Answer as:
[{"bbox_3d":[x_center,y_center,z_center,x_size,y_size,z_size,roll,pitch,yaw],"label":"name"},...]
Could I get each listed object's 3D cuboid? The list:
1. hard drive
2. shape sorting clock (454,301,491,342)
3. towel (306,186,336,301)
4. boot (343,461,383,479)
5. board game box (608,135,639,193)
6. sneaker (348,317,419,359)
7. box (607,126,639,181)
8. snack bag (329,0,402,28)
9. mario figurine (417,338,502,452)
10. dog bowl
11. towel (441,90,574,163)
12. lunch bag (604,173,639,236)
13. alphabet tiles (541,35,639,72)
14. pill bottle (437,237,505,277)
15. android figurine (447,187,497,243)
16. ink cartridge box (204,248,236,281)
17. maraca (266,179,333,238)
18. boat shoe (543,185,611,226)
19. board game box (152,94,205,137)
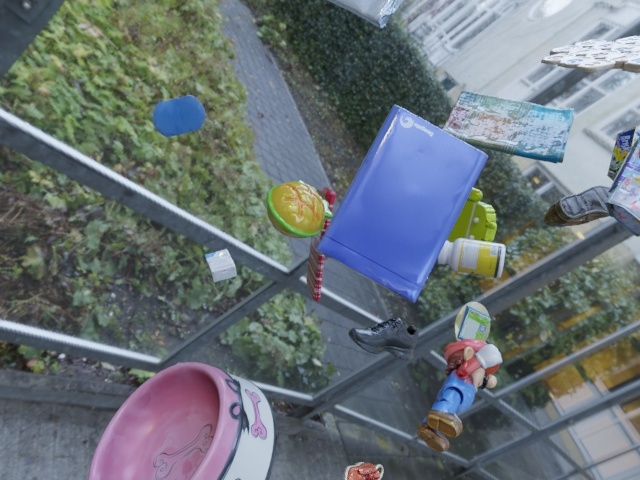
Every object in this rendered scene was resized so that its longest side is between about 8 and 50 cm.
[{"bbox_3d":[0.158,-0.072,0.880,0.210,0.319,0.040,28,-7,-1],"label":"hard drive"},{"bbox_3d":[0.635,0.360,1.919,0.206,0.206,0.040,46,-16,-22],"label":"shape sorting clock"},{"bbox_3d":[0.000,0.000,1.190,0.031,0.275,0.199,6,8,-7],"label":"towel"},{"bbox_3d":[0.122,0.667,1.298,0.157,0.084,0.059,12,69,-60],"label":"boot"},{"bbox_3d":[0.677,-0.103,0.867,0.201,0.136,0.035,32,-16,16],"label":"board game box"},{"bbox_3d":[0.220,0.321,1.573,0.286,0.130,0.109,17,10,-33],"label":"sneaker"},{"bbox_3d":[0.899,-0.248,1.344,0.054,0.059,0.169,34,66,-17],"label":"box"},{"bbox_3d":[0.074,-0.540,0.770,0.342,0.323,0.037,37,-2,24],"label":"snack bag"},{"bbox_3d":[0.376,0.381,1.152,0.170,0.198,0.320,54,48,-9],"label":"mario figurine"},{"bbox_3d":[-0.303,0.444,0.971,0.150,0.407,0.408,57,14,-35],"label":"dog bowl"},{"bbox_3d":[0.594,-0.369,1.454,0.272,0.369,0.040,-57,156,-34],"label":"towel"},{"bbox_3d":[0.523,-0.060,0.760,0.083,0.071,0.053,41,-10,5],"label":"lunch bag"},{"bbox_3d":[0.685,-0.433,1.068,0.284,0.277,0.021,-121,-162,-57],"label":"alphabet tiles"},{"bbox_3d":[0.452,0.049,1.376,0.103,0.183,0.103,9,90,-70],"label":"pill bottle"},{"bbox_3d":[0.498,-0.059,1.573,0.056,0.249,0.273,-1,22,-25],"label":"android figurine"},{"bbox_3d":[-0.373,0.094,1.715,0.122,0.088,0.052,-130,-149,-51],"label":"ink cartridge box"},{"bbox_3d":[-0.038,-0.066,0.912,0.127,0.099,0.185,50,31,2],"label":"maraca"},{"bbox_3d":[0.903,-0.112,1.577,0.306,0.104,0.111,-6,67,-19],"label":"boat shoe"},{"bbox_3d":[-0.463,-0.412,1.492,0.133,0.168,0.033,91,-26,-50],"label":"board game box"}]
